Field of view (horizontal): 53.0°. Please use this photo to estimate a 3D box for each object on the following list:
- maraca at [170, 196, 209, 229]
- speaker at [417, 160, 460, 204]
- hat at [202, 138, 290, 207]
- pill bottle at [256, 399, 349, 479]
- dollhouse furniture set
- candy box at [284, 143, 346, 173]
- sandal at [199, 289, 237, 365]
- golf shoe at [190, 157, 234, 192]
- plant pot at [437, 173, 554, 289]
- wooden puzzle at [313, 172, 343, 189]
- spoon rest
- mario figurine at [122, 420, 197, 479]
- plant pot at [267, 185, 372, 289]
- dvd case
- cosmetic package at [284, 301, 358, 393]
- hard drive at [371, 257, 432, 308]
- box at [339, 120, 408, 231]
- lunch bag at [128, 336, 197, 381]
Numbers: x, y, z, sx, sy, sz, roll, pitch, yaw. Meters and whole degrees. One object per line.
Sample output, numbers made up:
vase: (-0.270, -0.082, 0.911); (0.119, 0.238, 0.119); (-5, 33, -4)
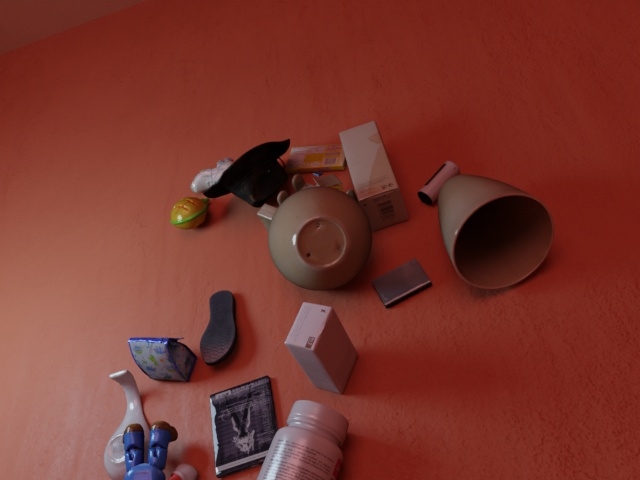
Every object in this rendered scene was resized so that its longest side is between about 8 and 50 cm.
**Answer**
maraca: (-0.422, -0.096, 2.087); (0.127, 0.099, 0.186); (-14, 22, 9)
speaker: (0.339, -0.164, 1.842); (0.055, 0.055, 0.136); (30, 69, 38)
hat: (-0.197, -0.178, 1.997); (0.331, 0.331, 0.134); (-34, 88, -6)
pill bottle: (-0.046, 0.500, 1.374); (0.160, 0.160, 0.283); (6, 55, 27)
dollhouse furniture set: (-0.046, -0.098, 1.877); (0.212, 0.161, 0.242); (21, 62, 35)
candy box: (-0.010, -0.268, 2.098); (0.205, 0.027, 0.105); (-1, 49, 22)
sandal: (-0.269, 0.243, 1.770); (0.097, 0.055, 0.255); (-8, 40, 8)
golf shoe: (-0.355, -0.209, 2.172); (0.176, 0.069, 0.086); (-36, 53, -7)
plant pot: (0.402, -0.055, 1.620); (0.256, 0.257, 0.274); (-26, 30, 1)
wooden puzzle: (0.022, -0.172, 1.888); (0.078, 0.014, 0.116); (-7, 32, -11)
spoon rest: (-0.496, 0.479, 1.656); (0.137, 0.084, 0.277); (-17, 61, 11)
mario figurine: (-0.408, 0.598, 1.486); (0.198, 0.170, 0.321); (-29, 43, 27)
plant pot: (0.000, 0.000, 1.655); (0.284, 0.284, 0.191); (-26, 3, 1)
dvd case: (-0.186, 0.452, 1.573); (0.164, 0.018, 0.221); (-20, 46, 5)
cosmetic package: (0.007, 0.255, 1.508); (0.085, 0.231, 0.117); (7, 55, 28)
hard drive: (0.211, 0.112, 1.685); (0.135, 0.022, 0.094); (-28, 47, 0)
box: (0.153, -0.193, 1.886); (0.121, 0.148, 0.311); (-18, 48, 7)
lunch bag: (-0.422, 0.303, 1.709); (0.128, 0.151, 0.096); (-3, 51, 22)
